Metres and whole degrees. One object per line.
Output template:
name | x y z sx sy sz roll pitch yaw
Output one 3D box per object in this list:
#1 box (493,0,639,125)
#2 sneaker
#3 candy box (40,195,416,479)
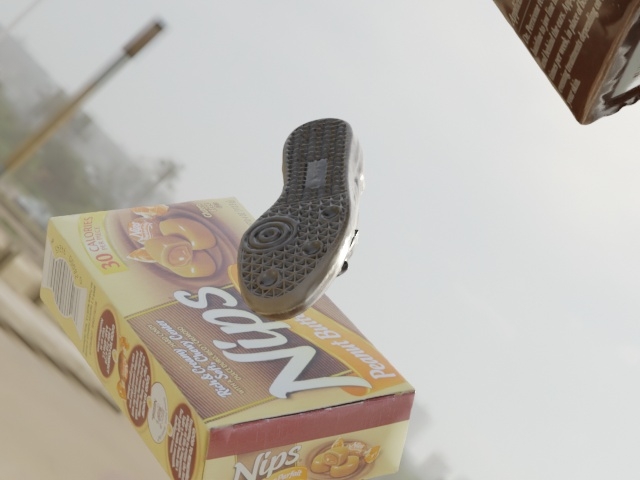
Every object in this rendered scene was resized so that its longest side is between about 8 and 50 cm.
box | 0.125 -0.282 1.115 0.381 0.143 0.191 56 -15 15
sneaker | 0.000 0.000 1.127 0.188 0.066 0.071 -71 150 -51
candy box | -0.084 0.082 1.503 0.316 0.183 0.087 47 -44 46
